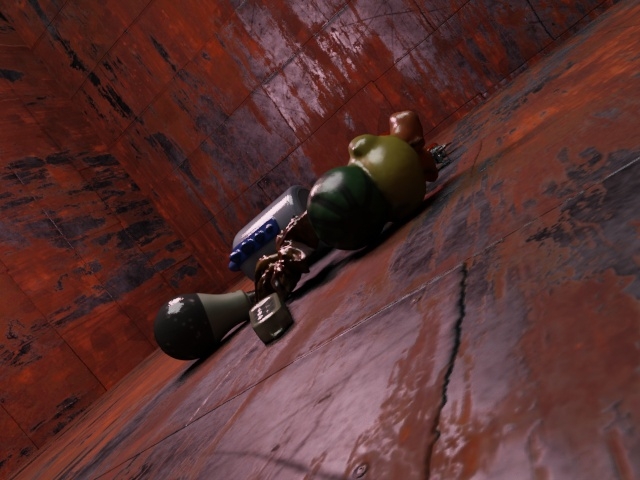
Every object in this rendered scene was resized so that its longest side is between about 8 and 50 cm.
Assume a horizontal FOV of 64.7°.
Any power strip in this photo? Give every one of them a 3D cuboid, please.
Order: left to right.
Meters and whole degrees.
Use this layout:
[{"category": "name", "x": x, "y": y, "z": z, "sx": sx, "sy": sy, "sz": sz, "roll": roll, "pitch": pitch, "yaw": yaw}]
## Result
[{"category": "power strip", "x": -0.105, "y": 0.157, "z": 1.040, "sx": 0.080, "sy": 0.048, "sz": 0.286, "roll": -39, "pitch": 6, "yaw": -6}]

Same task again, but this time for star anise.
[{"category": "star anise", "x": -0.089, "y": 0.049, "z": 1.268, "sx": 0.292, "sy": 0.109, "sz": 0.349, "roll": -60, "pitch": 10, "yaw": -19}]

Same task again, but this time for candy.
[{"category": "candy", "x": 0.388, "y": -0.303, "z": 1.841, "sx": 0.086, "sy": 0.059, "sz": 0.292, "roll": -42, "pitch": 4, "yaw": -13}]

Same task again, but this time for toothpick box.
[{"category": "toothpick box", "x": -0.147, "y": 0.004, "z": 1.688, "sx": 0.354, "sy": 0.263, "sz": 0.263, "roll": -37, "pitch": 4, "yaw": 22}]

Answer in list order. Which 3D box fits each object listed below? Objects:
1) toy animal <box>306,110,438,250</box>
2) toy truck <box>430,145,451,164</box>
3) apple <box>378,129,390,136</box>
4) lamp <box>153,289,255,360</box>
[{"category": "toy animal", "x": 0.125, "y": -0.117, "z": 1.120, "sx": 0.338, "sy": 0.216, "sz": 0.191, "roll": -39, "pitch": 31, "yaw": -13}, {"category": "toy truck", "x": 0.318, "y": -0.236, "z": 1.561, "sx": 0.115, "sy": 0.080, "sz": 0.178, "roll": -32, "pitch": 5, "yaw": 3}, {"category": "apple", "x": 0.301, "y": -0.346, "z": 2.117, "sx": 0.218, "sy": 0.201, "sz": 0.218, "roll": -39, "pitch": -3, "yaw": -3}, {"category": "lamp", "x": -0.309, "y": 0.213, "z": 1.412, "sx": 0.313, "sy": 0.182, "sz": 0.182, "roll": -23, "pitch": -6, "yaw": -37}]
